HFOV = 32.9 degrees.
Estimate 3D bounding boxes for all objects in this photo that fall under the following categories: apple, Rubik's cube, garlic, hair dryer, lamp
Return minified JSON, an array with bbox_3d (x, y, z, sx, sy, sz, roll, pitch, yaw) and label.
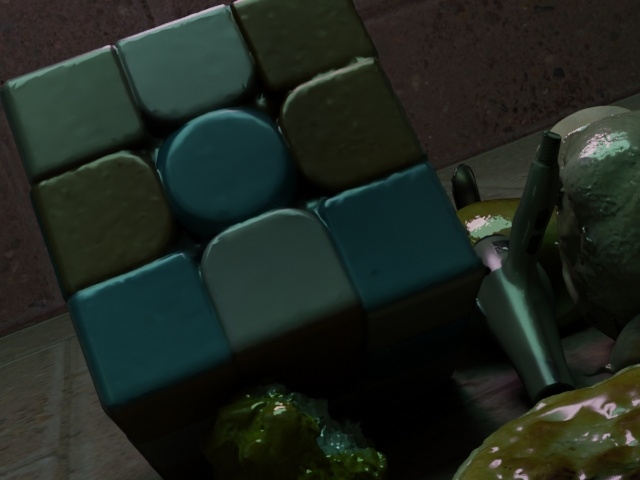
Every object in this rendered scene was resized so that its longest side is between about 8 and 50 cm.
[{"bbox_3d":[0.212,0.036,1.256,0.207,0.174,0.188,-5,8,-11],"label":"apple"},{"bbox_3d":[-0.072,0.003,1.080,0.344,0.346,0.347,-20,-24,-7],"label":"Rubik's cube"},{"bbox_3d":[0.304,0.091,0.962,0.084,0.066,0.152,-25,11,-21],"label":"garlic"},{"bbox_3d":[0.204,0.047,1.012,0.088,0.219,0.225,-1,-32,-11],"label":"hair dryer"},{"bbox_3d":[0.107,0.028,1.441,0.283,0.203,0.124,-17,23,-3],"label":"lamp"}]

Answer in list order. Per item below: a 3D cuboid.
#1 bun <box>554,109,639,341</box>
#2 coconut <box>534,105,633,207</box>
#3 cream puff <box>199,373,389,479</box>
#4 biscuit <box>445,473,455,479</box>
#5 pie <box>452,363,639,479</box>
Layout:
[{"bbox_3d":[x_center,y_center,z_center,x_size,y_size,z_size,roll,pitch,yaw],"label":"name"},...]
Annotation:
[{"bbox_3d":[0.306,-0.013,1.079,0.141,0.239,0.239,-3,15,28],"label":"bun"},{"bbox_3d":[0.388,-0.079,1.474,0.202,0.202,0.222,-18,11,15],"label":"coconut"},{"bbox_3d":[-0.021,0.189,0.886,0.121,0.156,0.156,-51,8,1],"label":"cream puff"},{"bbox_3d":[0.191,0.181,0.824,0.237,0.013,0.232,-23,9,-33],"label":"biscuit"},{"bbox_3d":[0.215,0.153,0.670,0.337,0.075,0.337,-16,11,3],"label":"pie"}]
